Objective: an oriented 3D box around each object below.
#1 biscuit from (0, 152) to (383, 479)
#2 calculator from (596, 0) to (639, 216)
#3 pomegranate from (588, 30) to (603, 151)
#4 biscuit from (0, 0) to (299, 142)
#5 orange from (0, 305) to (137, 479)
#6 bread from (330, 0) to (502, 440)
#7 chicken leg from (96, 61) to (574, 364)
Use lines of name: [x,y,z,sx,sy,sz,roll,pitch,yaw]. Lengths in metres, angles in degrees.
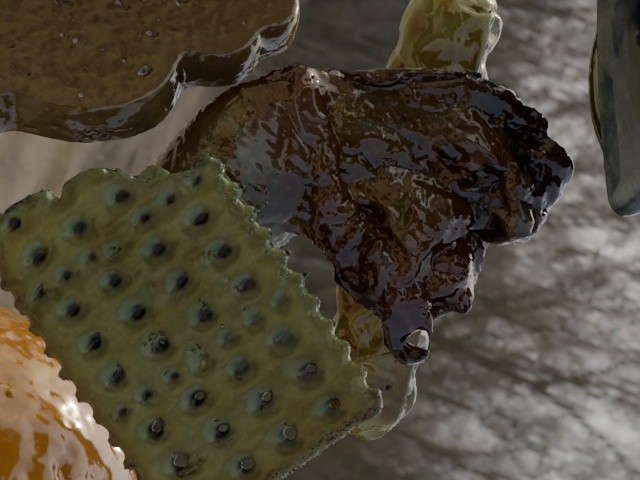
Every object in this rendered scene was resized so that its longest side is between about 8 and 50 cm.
biscuit: [-0.073,0.041,0.874,0.144,0.203,0.016,-34,175,7]
calculator: [0.191,-0.131,0.756,0.040,0.177,0.268,-10,-108,49]
pomegranate: [0.311,-0.093,1.002,0.236,0.302,0.236,-162,-90,-89]
biscuit: [-0.166,-0.123,0.983,0.320,0.183,0.047,-30,152,-32]
orange: [-0.288,0.210,1.215,0.340,0.293,0.340,-33,138,-35]
bread: [0.065,-0.021,1.272,0.084,0.077,0.367,-32,137,-69]
chicken leg: [-0.004,-0.012,0.990,0.083,0.322,0.177,153,-66,-75]
